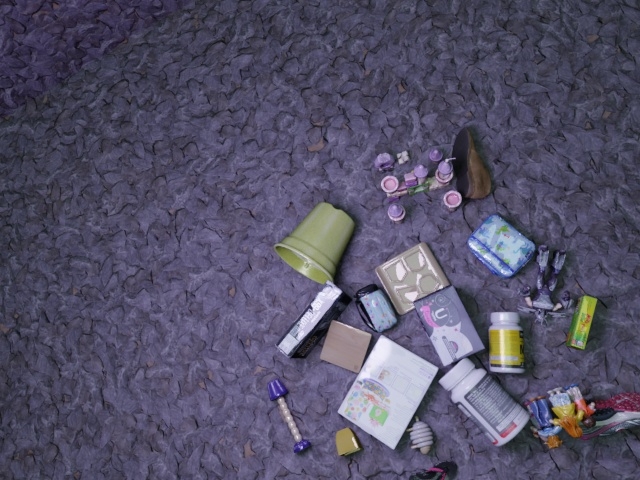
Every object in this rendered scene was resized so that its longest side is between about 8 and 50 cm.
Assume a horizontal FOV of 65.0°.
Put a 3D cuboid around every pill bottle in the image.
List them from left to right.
[{"bbox_3d":[0.563,0.552,1.750,0.161,0.161,0.283,-44,72,0],"label":"pill bottle"},{"bbox_3d":[0.662,0.364,1.794,0.119,0.119,0.208,-1,77,13],"label":"pill bottle"}]

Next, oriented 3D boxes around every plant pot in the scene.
[{"bbox_3d":[0.000,0.000,1.977,0.276,0.276,0.253,29,72,17],"label":"plant pot"},{"bbox_3d":[0.099,0.739,1.855,0.081,0.081,0.083,-24,62,6],"label":"plant pot"}]

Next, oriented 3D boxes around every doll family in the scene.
[{"bbox_3d":[0.769,0.588,1.652,0.263,0.118,0.163,-47,48,42],"label":"doll family"}]

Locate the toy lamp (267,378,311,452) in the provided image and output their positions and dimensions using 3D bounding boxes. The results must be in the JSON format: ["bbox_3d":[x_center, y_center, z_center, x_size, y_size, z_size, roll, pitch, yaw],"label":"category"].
[{"bbox_3d":[-0.126,0.665,1.925,0.080,0.080,0.274,-28,75,5],"label":"toy lamp"}]

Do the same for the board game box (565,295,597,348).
[{"bbox_3d":[0.916,0.290,1.768,0.043,0.092,0.181,17,81,16],"label":"board game box"}]

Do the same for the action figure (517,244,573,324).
[{"bbox_3d":[0.814,0.166,1.821,0.186,0.099,0.284,10,83,6],"label":"action figure"}]

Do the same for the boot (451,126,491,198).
[{"bbox_3d":[0.601,-0.303,1.997,0.115,0.112,0.305,5,71,-17],"label":"boot"}]

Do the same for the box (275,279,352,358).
[{"bbox_3d":[-0.018,0.305,1.899,0.076,0.242,0.307,38,87,18],"label":"box"}]

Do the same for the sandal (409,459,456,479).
[{"bbox_3d":[0.400,0.836,1.781,0.179,0.040,0.067,-24,73,6],"label":"sandal"}]

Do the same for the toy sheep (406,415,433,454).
[{"bbox_3d":[0.359,0.698,1.802,0.091,0.091,0.132,-18,67,8],"label":"toy sheep"}]

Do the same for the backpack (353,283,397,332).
[{"bbox_3d":[0.211,0.258,1.912,0.115,0.152,0.182,-29,84,14],"label":"backpack"}]

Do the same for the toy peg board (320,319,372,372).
[{"bbox_3d":[0.104,0.401,1.942,0.161,0.079,0.160,19,97,13],"label":"toy peg board"}]

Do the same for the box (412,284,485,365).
[{"bbox_3d":[0.457,0.304,1.823,0.163,0.142,0.247,-26,81,6],"label":"box"}]

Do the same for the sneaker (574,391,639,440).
[{"bbox_3d":[0.995,0.588,1.680,0.299,0.121,0.111,-10,104,10],"label":"sneaker"}]

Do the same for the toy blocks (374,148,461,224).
[{"bbox_3d":[0.366,-0.249,1.934,0.289,0.260,0.308,-14,74,10],"label":"toy blocks"}]

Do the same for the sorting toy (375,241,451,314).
[{"bbox_3d":[0.380,0.189,1.946,0.229,0.041,0.307,-29,79,6],"label":"sorting toy"}]

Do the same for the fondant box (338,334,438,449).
[{"bbox_3d":[0.252,0.552,1.855,0.238,0.096,0.330,29,84,17],"label":"fondant box"}]

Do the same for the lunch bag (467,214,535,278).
[{"bbox_3d":[0.674,0.028,1.890,0.176,0.090,0.219,-44,71,3],"label":"lunch bag"}]
